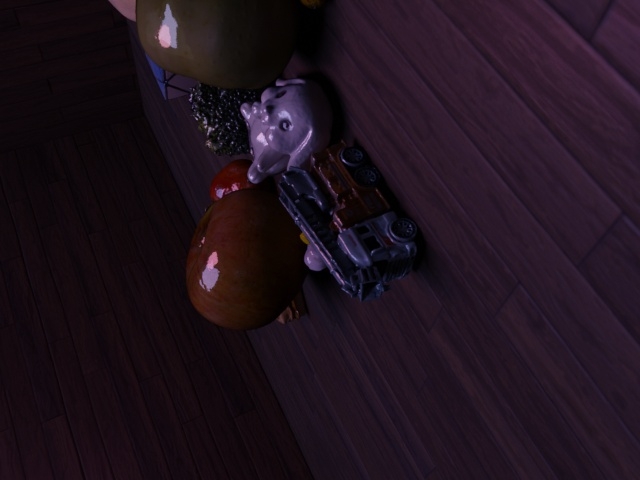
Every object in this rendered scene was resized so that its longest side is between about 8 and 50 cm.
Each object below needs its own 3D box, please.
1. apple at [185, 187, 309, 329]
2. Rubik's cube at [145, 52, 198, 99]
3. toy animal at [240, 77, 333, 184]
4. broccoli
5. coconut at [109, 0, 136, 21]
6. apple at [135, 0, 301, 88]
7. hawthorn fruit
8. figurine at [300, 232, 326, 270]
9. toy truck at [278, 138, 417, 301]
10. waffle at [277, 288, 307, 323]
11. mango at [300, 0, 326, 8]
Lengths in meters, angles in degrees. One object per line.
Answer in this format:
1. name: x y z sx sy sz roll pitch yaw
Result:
1. apple: -0.192 0.052 1.724 0.400 0.334 0.400 -47 33 46
2. Rubik's cube: -0.454 -0.620 2.004 0.205 0.207 0.205 115 133 -66
3. toy animal: -0.071 -0.243 1.386 0.289 0.174 0.249 -148 54 -63
4. broccoli: -0.251 -0.407 1.669 0.397 0.275 0.353 -129 48 -60
5. coconut: -0.359 -0.699 1.480 0.346 0.361 0.346 9 -90 -87
6. apple: -0.207 -0.487 1.255 0.357 0.357 0.357 54 156 39
7. hawthorn fruit: -0.271 -0.150 1.948 0.196 0.226 0.196 59 171 16
8. figurine: 0.000 0.008 1.586 0.178 0.109 0.129 94 176 -51
9. toy truck: 0.057 -0.029 1.215 0.338 0.185 0.133 60 160 29
10. waffle: -0.169 0.078 2.073 0.261 0.114 0.376 23 130 62
11. mango: -0.022 -0.494 1.165 0.079 0.057 0.114 86 163 -64
